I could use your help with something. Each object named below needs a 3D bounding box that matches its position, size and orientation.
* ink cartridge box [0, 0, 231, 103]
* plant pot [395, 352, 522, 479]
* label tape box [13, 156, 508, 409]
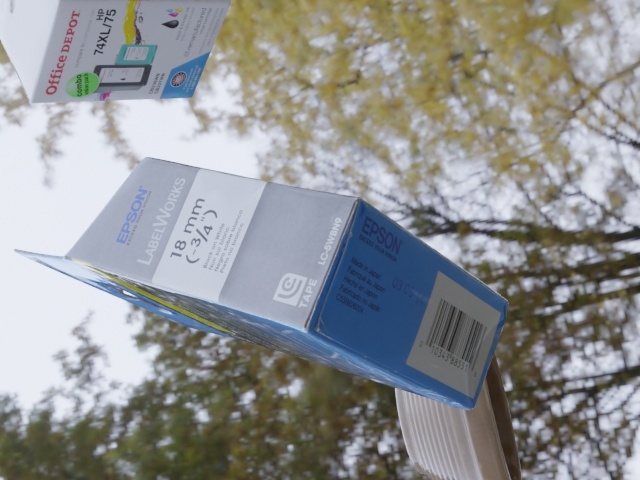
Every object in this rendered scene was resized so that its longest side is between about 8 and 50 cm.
[{"bbox_3d":[-0.315,-0.341,1.696,0.270,0.198,0.197,-8,-127,-34],"label":"ink cartridge box"},{"bbox_3d":[0.151,0.195,1.297,0.237,0.109,0.237,-14,-90,-79],"label":"plant pot"},{"bbox_3d":[-0.051,0.027,0.950,0.240,0.333,0.106,32,-105,-50],"label":"label tape box"}]
